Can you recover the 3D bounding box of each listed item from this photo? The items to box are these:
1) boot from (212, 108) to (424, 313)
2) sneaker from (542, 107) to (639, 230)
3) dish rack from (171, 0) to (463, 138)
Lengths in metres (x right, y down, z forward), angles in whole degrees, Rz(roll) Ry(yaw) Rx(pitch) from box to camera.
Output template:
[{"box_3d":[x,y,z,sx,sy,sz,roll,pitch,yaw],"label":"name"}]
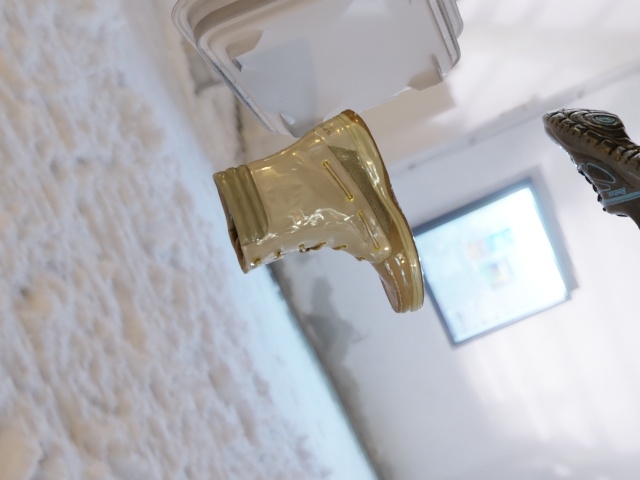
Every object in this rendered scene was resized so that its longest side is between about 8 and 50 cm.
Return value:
[{"box_3d":[0.000,0.000,1.200,0.213,0.165,0.077,68,-13,-16],"label":"boot"},{"box_3d":[0.465,-0.115,2.015,0.341,0.125,0.139,-130,-144,-53],"label":"sneaker"},{"box_3d":[0.017,-0.218,1.376,0.333,0.286,0.072,46,25,-68],"label":"dish rack"}]
